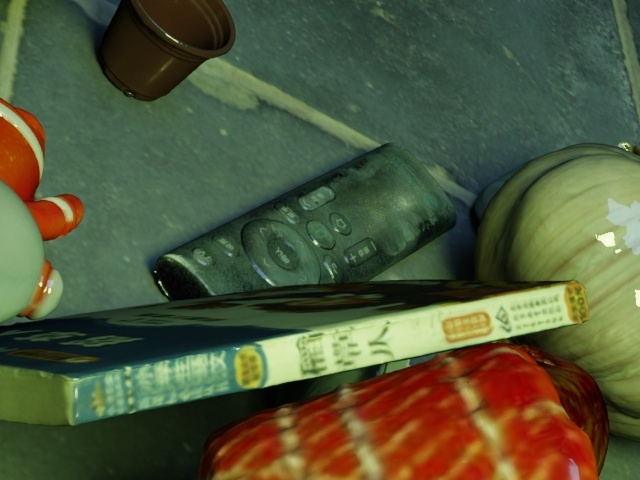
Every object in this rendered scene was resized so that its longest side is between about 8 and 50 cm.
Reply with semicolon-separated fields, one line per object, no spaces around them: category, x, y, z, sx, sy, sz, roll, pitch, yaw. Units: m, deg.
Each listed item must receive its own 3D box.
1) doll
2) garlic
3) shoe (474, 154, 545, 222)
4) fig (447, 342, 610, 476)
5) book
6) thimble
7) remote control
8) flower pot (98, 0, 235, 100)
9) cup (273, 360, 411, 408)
doll;-0.255;-0.024;1.201;0.200;0.105;0.336;30;20;-21
garlic;0.274;0.048;1.571;0.322;0.241;0.322;28;20;-11
shoe;0.226;-0.051;1.770;0.079;0.078;0.195;48;31;5
fig;0.143;0.188;1.395;0.175;0.207;0.175;8;9;-1
book;-0.070;0.066;1.154;0.428;0.300;0.039;-7;95;-42
thimble;0.081;0.241;1.065;0.350;0.231;0.350;159;-90;-90
remote control;0.000;0.000;1.518;0.107;0.044;0.377;47;34;10
flower pot;-0.144;-0.177;1.517;0.111;0.089;0.111;27;39;-24
cup;0.022;0.135;1.326;0.095;0.128;0.129;35;38;-15
